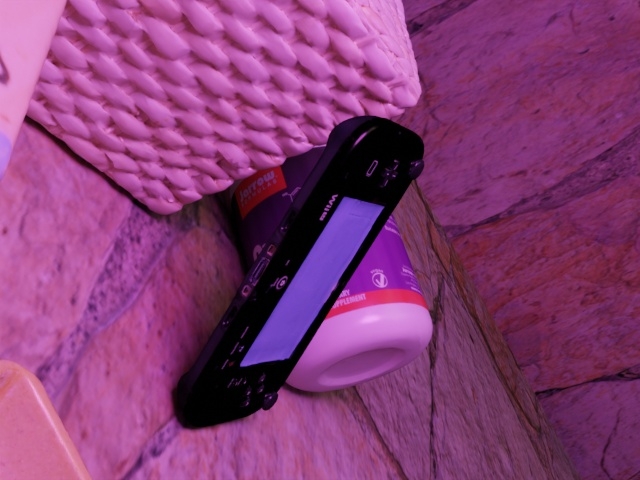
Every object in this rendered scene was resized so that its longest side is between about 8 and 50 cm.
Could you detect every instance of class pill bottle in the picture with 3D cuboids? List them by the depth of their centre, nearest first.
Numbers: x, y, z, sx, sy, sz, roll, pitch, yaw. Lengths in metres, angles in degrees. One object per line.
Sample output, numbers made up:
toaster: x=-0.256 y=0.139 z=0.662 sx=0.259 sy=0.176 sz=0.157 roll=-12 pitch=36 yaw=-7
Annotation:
pill bottle: x=0.000 y=0.000 z=1.101 sx=0.181 sy=0.181 sz=0.323 roll=32 pitch=35 yaw=-60

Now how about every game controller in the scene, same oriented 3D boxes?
game controller: x=-0.015 y=0.031 z=0.848 sx=0.067 sy=0.319 sz=0.166 roll=34 pitch=11 yaw=13

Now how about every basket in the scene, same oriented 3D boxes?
basket: x=-0.120 y=-0.239 z=0.859 sx=0.331 sy=0.328 sz=0.267 roll=43 pitch=31 yaw=-50

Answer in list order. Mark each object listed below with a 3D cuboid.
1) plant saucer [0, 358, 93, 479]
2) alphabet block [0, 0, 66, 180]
plant saucer: x=-0.169 y=0.255 z=0.411 sx=0.333 sy=0.081 sz=0.333 roll=63 pitch=16 yaw=-3
alphabet block: x=-0.264 y=-0.107 z=0.459 sx=0.192 sy=0.193 sz=0.197 roll=54 pitch=20 yaw=-34
